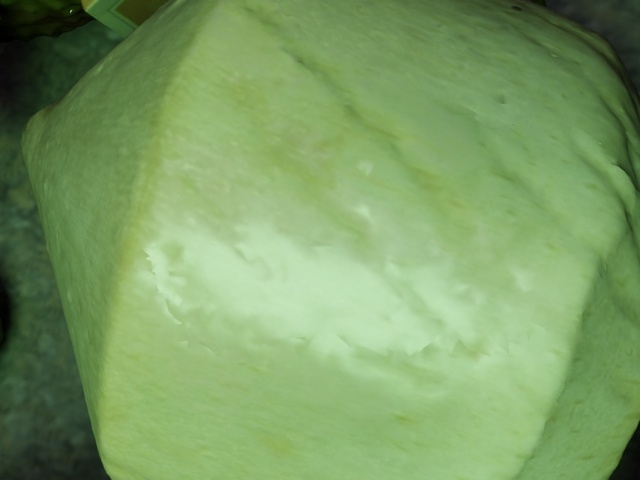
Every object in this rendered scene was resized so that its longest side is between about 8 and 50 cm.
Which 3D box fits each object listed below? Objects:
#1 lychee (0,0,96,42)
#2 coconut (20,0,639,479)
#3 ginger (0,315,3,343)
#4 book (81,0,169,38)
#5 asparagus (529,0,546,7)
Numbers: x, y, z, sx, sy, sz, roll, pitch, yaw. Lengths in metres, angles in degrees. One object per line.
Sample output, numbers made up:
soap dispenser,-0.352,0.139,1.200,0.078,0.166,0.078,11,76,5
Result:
lychee,-0.203,-0.231,0.538,0.270,0.270,0.320,21,56,13
coconut,0.000,0.000,0.457,0.329,0.329,0.329,-1,86,12
ginger,-0.354,0.007,0.616,0.244,0.155,0.304,-34,88,1
book,0.012,-0.166,0.516,0.241,0.170,0.018,-38,54,18
asparagus,0.116,-0.166,0.577,0.034,0.027,0.236,-15,84,0
